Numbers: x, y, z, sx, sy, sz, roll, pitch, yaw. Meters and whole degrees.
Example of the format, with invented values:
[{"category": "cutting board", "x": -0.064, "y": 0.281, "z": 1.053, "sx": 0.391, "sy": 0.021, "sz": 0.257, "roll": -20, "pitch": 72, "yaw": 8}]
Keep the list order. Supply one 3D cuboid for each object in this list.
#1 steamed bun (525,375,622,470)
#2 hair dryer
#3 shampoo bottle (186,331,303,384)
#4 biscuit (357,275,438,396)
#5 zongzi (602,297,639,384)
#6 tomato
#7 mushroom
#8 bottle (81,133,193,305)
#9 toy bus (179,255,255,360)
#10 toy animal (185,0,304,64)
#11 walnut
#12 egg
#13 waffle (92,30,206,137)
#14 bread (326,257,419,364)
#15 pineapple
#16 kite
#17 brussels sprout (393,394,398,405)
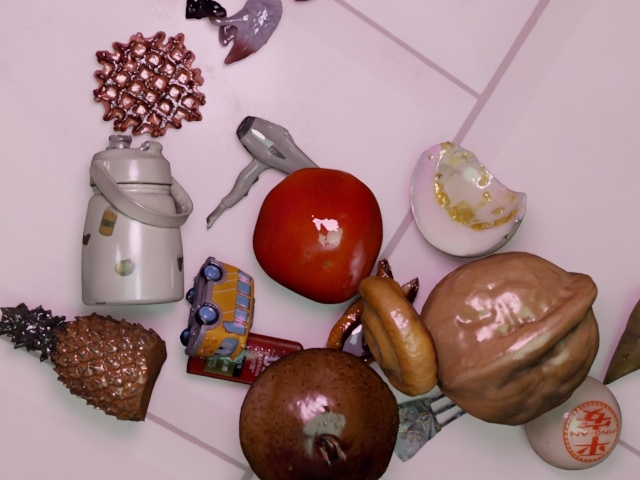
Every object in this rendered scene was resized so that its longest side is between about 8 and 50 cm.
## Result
[{"category": "steamed bun", "x": 0.600, "y": 0.432, "z": 2.027, "sx": 0.231, "sy": 0.145, "sz": 0.232, "roll": -1, "pitch": 97, "yaw": -9}, {"category": "hair dryer", "x": -0.104, "y": -0.120, "z": 1.894, "sx": 0.229, "sy": 0.092, "sz": 0.267, "roll": 16, "pitch": 108, "yaw": -17}, {"category": "shampoo bottle", "x": -0.136, "y": 0.266, "z": 1.921, "sx": 0.314, "sy": 0.076, "sz": 0.118, "roll": 13, "pitch": 93, "yaw": -11}, {"category": "biscuit", "x": 0.157, "y": 0.211, "z": 1.784, "sx": 0.091, "sy": 0.213, "sz": 0.274, "roll": -23, "pitch": 124, "yaw": -15}, {"category": "zongzi", "x": 0.813, "y": 0.263, "z": 2.067, "sx": 0.228, "sy": 0.115, "sz": 0.256, "roll": 16, "pitch": 105, "yaw": -17}, {"category": "tomato", "x": 0.000, "y": 0.000, "z": 1.822, "sx": 0.298, "sy": 0.226, "sz": 0.299, "roll": -5, "pitch": 121, "yaw": -8}, {"category": "mushroom", "x": 0.006, "y": 0.403, "z": 1.856, "sx": 0.331, "sy": 0.356, "sz": 0.334, "roll": -8, "pitch": 76, "yaw": 5}, {"category": "bottle", "x": -0.377, "y": -0.044, "z": 1.782, "sx": 0.229, "sy": 0.229, "sz": 0.352, "roll": 0, "pitch": 89, "yaw": -9}, {"category": "toy bus", "x": -0.211, "y": 0.151, "z": 1.835, "sx": 0.136, "sy": 0.126, "sz": 0.210, "roll": 17, "pitch": 50, "yaw": -19}, {"category": "toy animal", "x": -0.121, "y": -0.488, "z": 1.822, "sx": 0.324, "sy": 0.090, "sz": 0.195, "roll": -14, "pitch": 99, "yaw": -5}, {"category": "walnut", "x": 0.401, "y": 0.207, "z": 1.850, "sx": 0.383, "sy": 0.383, "sz": 0.384, "roll": -1, "pitch": 97, "yaw": -9}, {"category": "egg", "x": 0.329, "y": -0.072, "z": 1.916, "sx": 0.271, "sy": 0.161, "sz": 0.206, "roll": 44, "pitch": 112, "yaw": 25}, {"category": "waffle", "x": -0.362, "y": -0.327, "z": 1.824, "sx": 0.234, "sy": 0.055, "sz": 0.221, "roll": -16, "pitch": 98, "yaw": -12}, {"category": "bread", "x": 0.114, "y": 0.175, "z": 1.949, "sx": 0.139, "sy": 0.095, "sz": 0.269, "roll": 37, "pitch": 79, "yaw": -27}, {"category": "pineapple", "x": -0.505, "y": 0.234, "z": 1.812, "sx": 0.362, "sy": 0.202, "sz": 0.202, "roll": 19, "pitch": 94, "yaw": 3}, {"category": "kite", "x": 0.259, "y": 0.411, "z": 2.035, "sx": 0.245, "sy": 0.015, "sz": 0.141, "roll": -27, "pitch": 102, "yaw": -2}, {"category": "brussels sprout", "x": 0.136, "y": 0.375, "z": 1.995, "sx": 0.083, "sy": 0.046, "sz": 0.051, "roll": -12, "pitch": 92, "yaw": -7}]
